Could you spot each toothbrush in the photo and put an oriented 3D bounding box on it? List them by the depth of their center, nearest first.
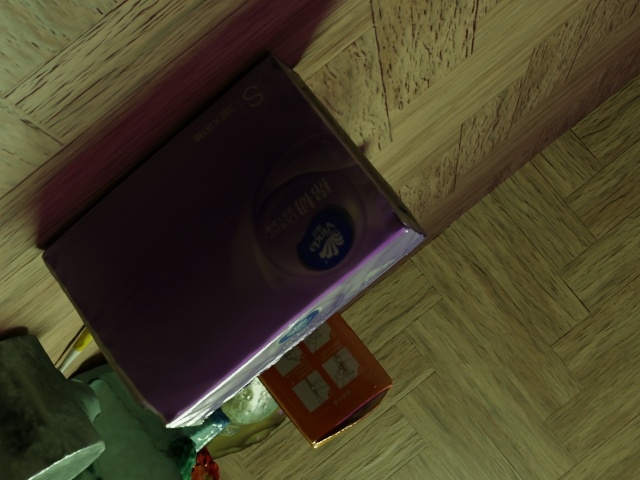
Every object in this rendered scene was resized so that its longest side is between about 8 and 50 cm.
[{"bbox_3d":[-0.332,0.139,1.674,0.288,0.021,0.024,-46,178,38],"label":"toothbrush"}]

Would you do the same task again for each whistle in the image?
[{"bbox_3d":[-0.440,0.266,1.419,0.404,0.168,0.188,-30,167,-24],"label":"whistle"}]

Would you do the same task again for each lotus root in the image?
[{"bbox_3d":[-0.113,0.206,2.144,0.175,0.175,0.350,-16,129,-68],"label":"lotus root"}]

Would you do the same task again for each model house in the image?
[{"bbox_3d":[-0.299,0.312,2.034,0.295,0.252,0.329,-45,176,31],"label":"model house"}]

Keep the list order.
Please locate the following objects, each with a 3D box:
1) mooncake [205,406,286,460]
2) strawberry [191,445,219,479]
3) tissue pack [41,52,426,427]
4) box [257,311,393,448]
[{"bbox_3d":[-0.147,0.274,2.434,0.393,0.246,0.394,-29,165,-18],"label":"mooncake"},{"bbox_3d":[-0.345,0.424,2.234,0.238,0.288,0.250,-50,150,4],"label":"strawberry"},{"bbox_3d":[-0.094,0.006,1.259,0.338,0.242,0.160,-40,169,6],"label":"tissue pack"},{"bbox_3d":[-0.054,0.125,1.689,0.143,0.341,0.225,-39,171,-7],"label":"box"}]
